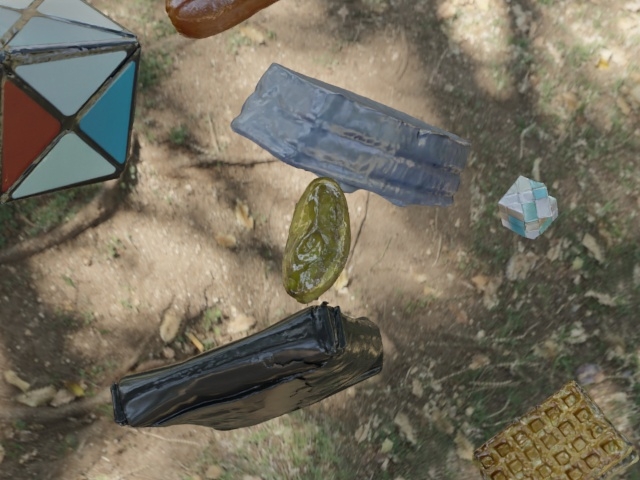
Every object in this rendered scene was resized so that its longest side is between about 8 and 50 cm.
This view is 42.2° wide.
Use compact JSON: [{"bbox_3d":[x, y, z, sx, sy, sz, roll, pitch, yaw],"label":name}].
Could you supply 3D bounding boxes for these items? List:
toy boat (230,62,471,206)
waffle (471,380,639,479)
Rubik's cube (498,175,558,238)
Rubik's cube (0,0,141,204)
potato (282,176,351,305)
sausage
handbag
[{"bbox_3d":[0.050,-0.084,0.754,0.127,0.283,0.078,32,105,37],"label":"toy boat"},{"bbox_3d":[0.246,0.230,0.879,0.148,0.042,0.102,-38,51,4],"label":"waffle"},{"bbox_3d":[0.313,-0.049,1.220,0.073,0.075,0.084,35,90,36],"label":"Rubik's cube"},{"bbox_3d":[-0.445,-0.232,1.256,0.246,0.250,0.248,36,39,29],"label":"Rubik's cube"},{"bbox_3d":[0.000,0.000,0.563,0.046,0.045,0.092,6,69,23],"label":"potato"},{"bbox_3d":[-0.071,-0.351,1.071,0.300,0.083,0.089,-24,67,19],"label":"sausage"},{"bbox_3d":[-0.062,0.141,0.852,0.246,0.223,0.080,-22,76,13],"label":"handbag"}]
